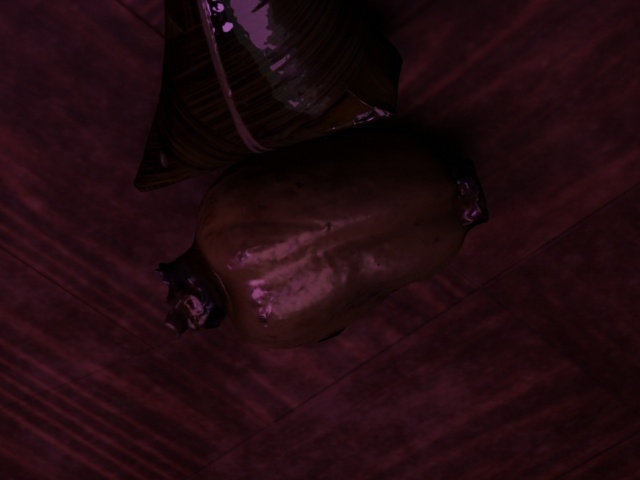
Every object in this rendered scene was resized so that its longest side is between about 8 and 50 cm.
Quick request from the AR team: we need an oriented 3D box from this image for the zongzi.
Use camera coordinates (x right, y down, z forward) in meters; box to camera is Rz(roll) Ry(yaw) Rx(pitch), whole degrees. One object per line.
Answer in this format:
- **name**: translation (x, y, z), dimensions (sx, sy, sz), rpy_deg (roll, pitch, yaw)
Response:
- **zongzi**: translation (-0.099, -0.149, 1.116), dimensions (0.241, 0.111, 0.247), rpy_deg (-20, 125, 24)

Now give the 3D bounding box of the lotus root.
- **lotus root**: translation (0.000, 0.000, 1.230), dimensions (0.257, 0.140, 0.154), rpy_deg (-16, 118, 0)
